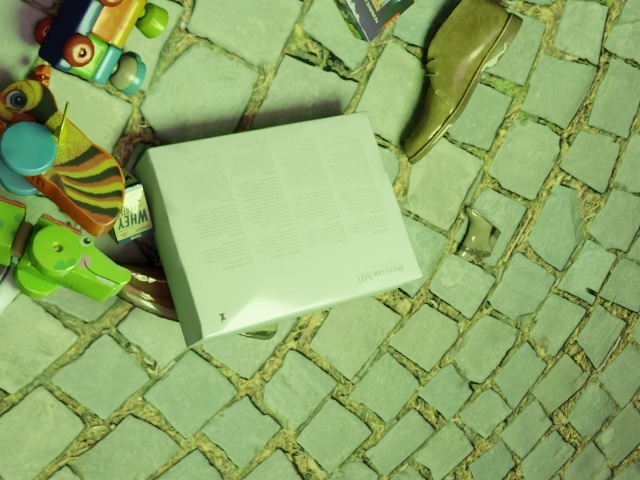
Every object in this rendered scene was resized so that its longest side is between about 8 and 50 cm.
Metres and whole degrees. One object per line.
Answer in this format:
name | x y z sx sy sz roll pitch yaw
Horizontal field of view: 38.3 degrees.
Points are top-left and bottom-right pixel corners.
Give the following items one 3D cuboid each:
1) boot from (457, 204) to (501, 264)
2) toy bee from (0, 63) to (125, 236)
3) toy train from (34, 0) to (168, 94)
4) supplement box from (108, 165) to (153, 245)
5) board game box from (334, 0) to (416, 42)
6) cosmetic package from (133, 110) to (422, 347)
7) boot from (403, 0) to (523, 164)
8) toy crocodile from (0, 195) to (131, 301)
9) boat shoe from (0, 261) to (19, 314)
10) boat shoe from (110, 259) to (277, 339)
boot | 0.294 -0.005 1.772 0.118 0.042 0.087 36 98 -32
toy bee | -0.366 -0.146 1.197 0.298 0.195 0.162 42 61 -28
toy train | -0.259 -0.323 1.227 0.143 0.105 0.248 24 97 -49
supplement box | -0.291 -0.051 1.336 0.056 0.083 0.083 -23 123 -23
board game box | 0.078 -0.419 1.429 0.141 0.048 0.170 -44 128 -10
cosmetic package | -0.060 -0.025 1.401 0.377 0.097 0.284 -13 79 -28
boot | 0.212 -0.276 1.574 0.115 0.112 0.305 30 98 -9
toy crocodile | -0.414 -0.009 1.212 0.340 0.115 0.105 23 58 -15
boat shoe | -0.541 0.119 1.238 0.302 0.109 0.094 -41 117 -14
boat shoe | -0.191 0.067 1.446 0.324 0.122 0.120 18 92 -43
